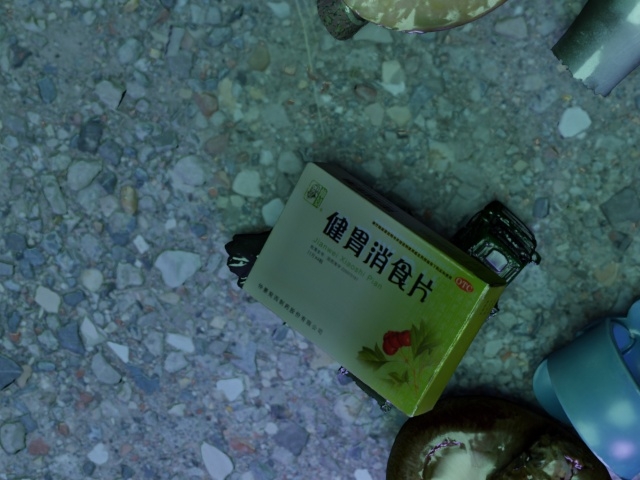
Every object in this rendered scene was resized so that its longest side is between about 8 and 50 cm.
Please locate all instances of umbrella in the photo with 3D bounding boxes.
[{"bbox_3d":[0.000,0.000,1.433,0.236,0.059,0.066,-15,124,16],"label":"umbrella"}]

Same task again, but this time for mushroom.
[{"bbox_3d":[0.223,0.312,1.454,0.297,0.163,0.278,35,120,-3],"label":"mushroom"}]

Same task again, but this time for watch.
[{"bbox_3d":[0.353,0.181,1.362,0.211,0.193,0.211,4,110,11],"label":"watch"}]

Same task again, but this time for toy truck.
[{"bbox_3d":[0.141,0.072,1.399,0.088,0.121,0.259,41,111,-7],"label":"toy truck"}]

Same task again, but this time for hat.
[{"bbox_3d":[0.037,-0.266,1.344,0.087,0.042,0.058,-18,105,51],"label":"hat"}]

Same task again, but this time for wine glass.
[{"bbox_3d":[0.347,-0.260,1.256,0.103,0.103,0.222,40,111,-6],"label":"wine glass"}]

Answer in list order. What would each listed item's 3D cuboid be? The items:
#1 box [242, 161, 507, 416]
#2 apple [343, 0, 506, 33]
[{"bbox_3d":[0.055,0.051,1.329,0.260,0.062,0.175,36,108,25],"label":"box"},{"bbox_3d":[0.094,-0.379,1.223,0.251,0.163,0.293,-21,119,4],"label":"apple"}]
